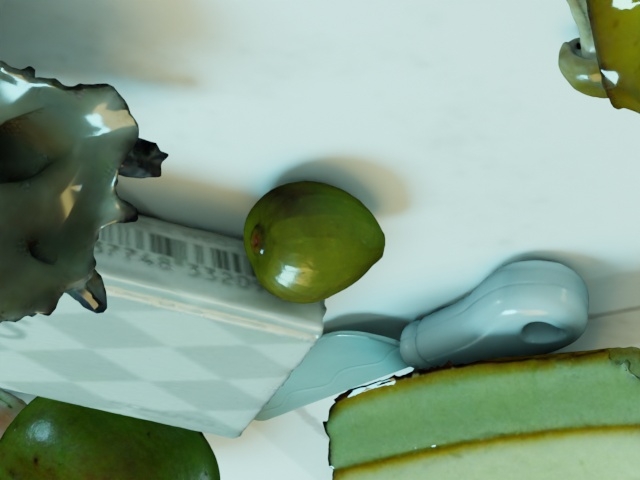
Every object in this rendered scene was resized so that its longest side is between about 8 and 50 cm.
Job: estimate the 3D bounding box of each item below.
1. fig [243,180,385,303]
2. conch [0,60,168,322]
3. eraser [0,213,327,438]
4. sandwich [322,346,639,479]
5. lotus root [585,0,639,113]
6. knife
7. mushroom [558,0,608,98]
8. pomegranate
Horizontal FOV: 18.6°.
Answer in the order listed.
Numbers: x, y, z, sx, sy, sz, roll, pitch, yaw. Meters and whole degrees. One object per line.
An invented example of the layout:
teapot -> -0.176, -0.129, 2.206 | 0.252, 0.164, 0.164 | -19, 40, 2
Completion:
fig -> 0.000, 0.000, 1.169 | 0.088, 0.074, 0.074 | -1, 153, -25
conch -> -0.226, -0.074, 1.010 | 0.313, 0.186, 0.241 | 33, 125, -16
eraser -> -0.214, 0.026, 1.230 | 0.396, 0.082, 0.213 | 14, 147, -15
sandwich -> 0.150, 0.159, 1.285 | 0.227, 0.155, 0.198 | -12, 167, 29
lotus root -> 0.239, -0.132, 0.816 | 0.291, 0.193, 0.193 | -12, 145, 33
knife -> 0.040, 0.076, 1.325 | 0.080, 0.044, 0.331 | 27, 146, -37
mushroom -> 0.070, -0.159, 0.931 | 0.068, 0.043, 0.306 | -39, 131, 17
pomegranate -> -0.175, 0.168, 1.406 | 0.209, 0.180, 0.180 | 35, 157, 23
